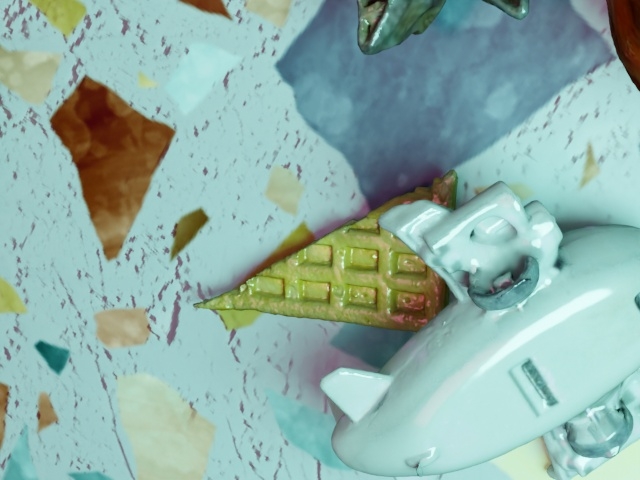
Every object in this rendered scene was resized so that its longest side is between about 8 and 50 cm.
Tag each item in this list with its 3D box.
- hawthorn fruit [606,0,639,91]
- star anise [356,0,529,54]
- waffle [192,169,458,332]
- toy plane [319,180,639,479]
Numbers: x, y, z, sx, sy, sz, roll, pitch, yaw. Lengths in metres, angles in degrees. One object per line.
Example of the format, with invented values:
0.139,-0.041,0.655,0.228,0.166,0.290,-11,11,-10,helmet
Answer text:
0.268,-0.189,0.670,0.242,0.242,0.271,2,76,19,hawthorn fruit
0.074,-0.229,0.779,0.236,0.109,0.223,44,110,23,star anise
0.000,0.000,0.895,0.191,0.032,0.125,7,107,16,waffle
0.116,0.073,0.813,0.252,0.118,0.252,-5,117,-9,toy plane
